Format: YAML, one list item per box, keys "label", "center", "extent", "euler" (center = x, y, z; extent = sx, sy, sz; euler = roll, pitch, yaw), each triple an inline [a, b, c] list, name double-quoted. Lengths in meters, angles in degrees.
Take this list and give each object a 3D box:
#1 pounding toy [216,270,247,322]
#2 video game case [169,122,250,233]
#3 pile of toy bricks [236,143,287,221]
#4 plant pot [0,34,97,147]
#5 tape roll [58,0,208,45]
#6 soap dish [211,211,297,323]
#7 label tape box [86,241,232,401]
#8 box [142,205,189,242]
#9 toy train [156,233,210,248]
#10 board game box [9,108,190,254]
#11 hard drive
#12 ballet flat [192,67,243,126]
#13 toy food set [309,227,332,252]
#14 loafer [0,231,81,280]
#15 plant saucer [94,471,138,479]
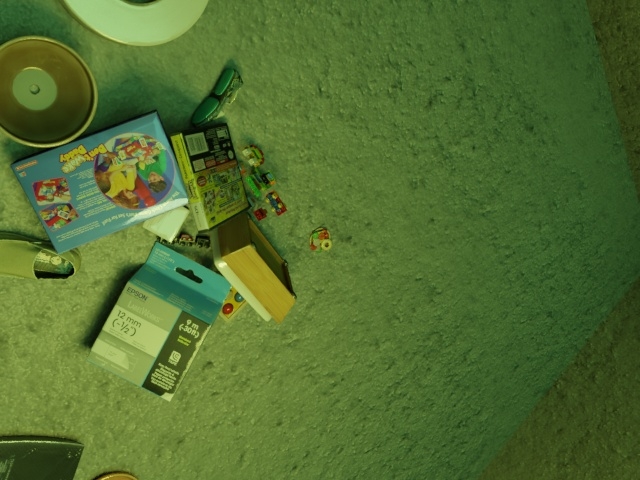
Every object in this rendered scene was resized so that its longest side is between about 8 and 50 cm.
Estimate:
- label: "pounding toy"
  center: [-0.289, 0.163, 1.719]
  extent: [0.130, 0.100, 0.141]
  euler: [-46, 125, -12]
- label: "video game case"
  center: [-0.277, -0.170, 1.513]
  extent: [0.275, 0.035, 0.249]
  euler: [-46, 123, -69]
- label: "pile of toy bricks"
  center: [-0.172, -0.164, 1.688]
  extent: [0.212, 0.118, 0.105]
  euler: [59, 26, -4]
- label: "plant pot"
  center: [-0.632, -0.335, 1.310]
  extent: [0.237, 0.109, 0.238]
  euler: [-12, 113, -29]
- label: "tape roll"
  center: [-0.438, -0.654, 1.354]
  extent: [0.391, 0.072, 0.393]
  euler: [-12, 113, -30]
- label: "soap dish"
  center: [-0.187, 0.068, 1.673]
  extent: [0.118, 0.229, 0.291]
  euler: [-30, 124, 7]
- label: "label tape box"
  center: [-0.425, 0.214, 1.570]
  extent: [0.249, 0.115, 0.348]
  euler: [28, 92, -3]
- label: "box"
  center: [-0.408, -0.063, 1.548]
  extent: [0.087, 0.101, 0.102]
  euler: [30, 89, -17]
- label: "toy train"
  center: [-0.382, -0.003, 1.645]
  extent: [0.158, 0.027, 0.036]
  euler: [7, 99, -36]
- label: "board game box"
  center: [-0.511, -0.142, 1.404]
  extent: [0.346, 0.078, 0.234]
  euler: [-22, 111, -8]
- label: "hard drive"
  center: [-0.787, 0.604, 1.569]
  extent: [0.254, 0.054, 0.172]
  euler: [16, 97, -37]
- label: "ballet flat"
  center: [-0.269, -0.372, 1.573]
  extent: [0.070, 0.070, 0.188]
  euler: [38, 87, -37]
- label: "toy food set"
  center: [0.000, 0.000, 1.906]
  extent: [0.082, 0.020, 0.083]
  euler: [-18, 116, -28]
- label: "loafer"
  center: [-0.707, 0.042, 1.402]
  extent: [0.268, 0.092, 0.102]
  euler: [5, 103, -35]
- label: "plant saucer"
  center: [-0.632, 0.778, 1.745]
  extent: [0.199, 0.037, 0.200]
  euler: [-12, 112, -31]
